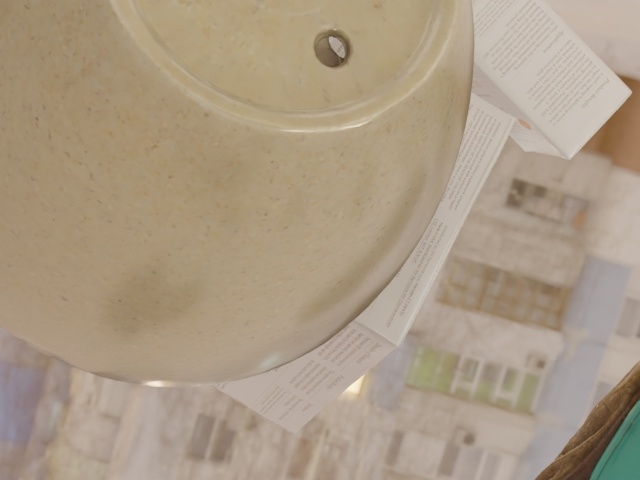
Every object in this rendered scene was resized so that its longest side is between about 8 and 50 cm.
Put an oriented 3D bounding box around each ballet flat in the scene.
[{"bbox_3d":[0.214,0.209,1.023,0.116,0.342,0.124,33,-166,3],"label":"ballet flat"}]

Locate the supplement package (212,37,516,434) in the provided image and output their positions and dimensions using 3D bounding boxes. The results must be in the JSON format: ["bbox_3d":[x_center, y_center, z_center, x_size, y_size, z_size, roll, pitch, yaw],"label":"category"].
[{"bbox_3d":[0.000,0.000,0.958,0.145,0.204,0.262,32,153,-4],"label":"supplement package"}]

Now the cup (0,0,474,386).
[{"bbox_3d":[-0.050,-0.101,0.660,0.331,0.331,0.237,14,164,-16],"label":"cup"}]

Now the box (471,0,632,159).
[{"bbox_3d":[0.192,-0.171,1.226,0.170,0.091,0.130,43,179,-13],"label":"box"}]
